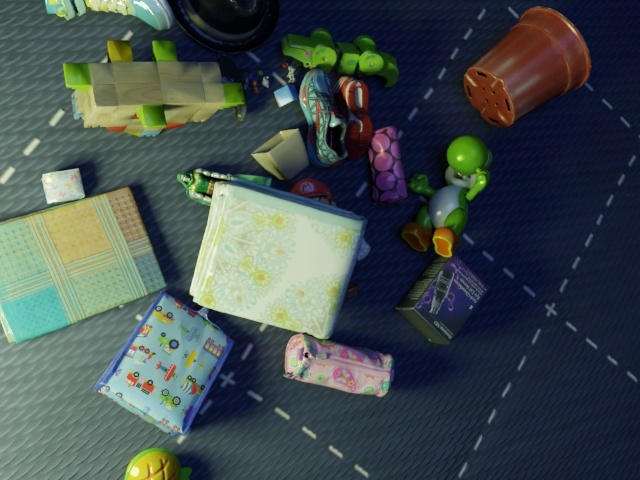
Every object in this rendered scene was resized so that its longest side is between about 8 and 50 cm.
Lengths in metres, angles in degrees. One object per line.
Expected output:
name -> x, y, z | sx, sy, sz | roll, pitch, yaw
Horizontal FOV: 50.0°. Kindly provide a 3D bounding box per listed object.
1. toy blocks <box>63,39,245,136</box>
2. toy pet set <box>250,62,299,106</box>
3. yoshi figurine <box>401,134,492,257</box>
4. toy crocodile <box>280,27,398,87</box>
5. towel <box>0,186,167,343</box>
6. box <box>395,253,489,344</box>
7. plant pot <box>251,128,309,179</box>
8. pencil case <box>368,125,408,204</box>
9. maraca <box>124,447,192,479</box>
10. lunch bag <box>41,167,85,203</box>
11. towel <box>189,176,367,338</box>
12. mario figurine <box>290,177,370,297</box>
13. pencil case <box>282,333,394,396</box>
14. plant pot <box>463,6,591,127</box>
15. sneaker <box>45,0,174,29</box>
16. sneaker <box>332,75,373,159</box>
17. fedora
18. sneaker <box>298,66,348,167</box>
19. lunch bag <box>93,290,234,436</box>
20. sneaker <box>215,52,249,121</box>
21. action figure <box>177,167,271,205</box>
toy blocks -> -0.403, -0.318, 1.585 | 0.381, 0.261, 0.191 | -8, 85, -28
toy pet set -> -0.110, -0.408, 1.794 | 0.122, 0.065, 0.114 | -25, 94, -21
yoshi figurine -> 0.361, -0.148, 1.882 | 0.203, 0.203, 0.362 | 34, 67, -5
toy crocodile -> 0.057, -0.492, 1.852 | 0.340, 0.105, 0.115 | 3, 42, -20
towel -> -0.574, 0.050, 1.586 | 0.370, 0.040, 0.271 | -21, 91, -22
box -> 0.334, 0.159, 1.883 | 0.153, 0.108, 0.207 | 42, 72, -13
plant pot -> -0.093, -0.215, 1.765 | 0.109, 0.109, 0.096 | -40, 111, -20
pencil case -> 0.176, -0.201, 1.873 | 0.098, 0.095, 0.209 | -9, 85, 12
maraca -> -0.372, 0.551, 1.587 | 0.186, 0.099, 0.127 | 45, 72, -39
lunch bag -> -0.597, -0.126, 1.589 | 0.083, 0.053, 0.071 | -15, 92, -31
towel -> -0.106, 0.043, 1.658 | 0.374, 0.090, 0.320 | 16, 105, -6
mario figurine -> 0.000, 0.000, 1.735 | 0.198, 0.170, 0.320 | -22, 99, -47
pencil case -> 0.048, 0.319, 1.753 | 0.284, 0.124, 0.124 | 17, 79, -19
plant pot -> 0.575, -0.479, 1.971 | 0.265, 0.272, 0.272 | -37, 98, -11
sneaker -> -0.521, -0.565, 1.625 | 0.319, 0.127, 0.208 | 38, 71, -3
sneaker -> 0.080, -0.339, 1.855 | 0.087, 0.128, 0.221 | -6, 121, -20
fedora -> -0.233, -0.650, 1.725 | 0.334, 0.152, 0.334 | 2, 84, -20
sneaker -> 0.026, -0.323, 1.785 | 0.104, 0.125, 0.262 | -16, 102, -37
lunch bag -> -0.347, 0.274, 1.614 | 0.221, 0.138, 0.293 | 36, 63, -12
sneaker -> -0.231, -0.391, 1.757 | 0.089, 0.051, 0.170 | 8, 77, -20
action figure -> -0.246, -0.125, 1.720 | 0.232, 0.063, 0.137 | 16, 82, -15
